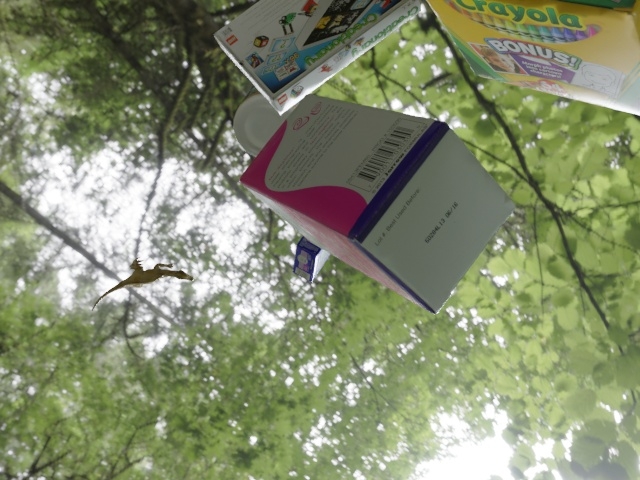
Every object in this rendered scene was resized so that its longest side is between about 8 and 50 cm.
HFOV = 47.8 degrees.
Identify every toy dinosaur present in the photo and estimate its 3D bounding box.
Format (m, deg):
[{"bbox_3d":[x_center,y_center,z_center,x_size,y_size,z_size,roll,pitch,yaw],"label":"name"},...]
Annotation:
[{"bbox_3d":[-0.323,0.067,1.288,0.183,0.053,0.092,-15,-163,-16],"label":"toy dinosaur"}]

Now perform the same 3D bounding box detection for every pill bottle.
[{"bbox_3d":[-0.106,-0.306,1.697,0.152,0.152,0.272,-22,-157,16],"label":"pill bottle"}]

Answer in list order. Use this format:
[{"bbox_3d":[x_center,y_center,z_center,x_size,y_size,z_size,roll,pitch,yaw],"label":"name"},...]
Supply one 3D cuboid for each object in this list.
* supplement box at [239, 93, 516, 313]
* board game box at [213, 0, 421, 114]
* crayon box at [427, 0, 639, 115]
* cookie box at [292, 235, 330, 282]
[{"bbox_3d":[0.038,-0.042,0.625,0.111,0.114,0.220,-52,-146,-5],"label":"supplement box"},{"bbox_3d":[-0.007,-0.374,1.237,0.305,0.053,0.193,-37,-116,-4],"label":"board game box"},{"bbox_3d":[0.372,-0.347,1.169,0.363,0.313,0.106,25,-93,37],"label":"crayon box"},{"bbox_3d":[0.000,0.000,1.174,0.040,0.092,0.107,29,-120,10],"label":"cookie box"}]
